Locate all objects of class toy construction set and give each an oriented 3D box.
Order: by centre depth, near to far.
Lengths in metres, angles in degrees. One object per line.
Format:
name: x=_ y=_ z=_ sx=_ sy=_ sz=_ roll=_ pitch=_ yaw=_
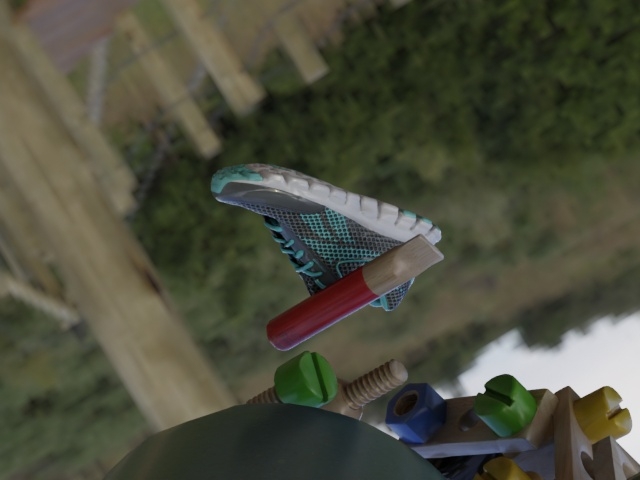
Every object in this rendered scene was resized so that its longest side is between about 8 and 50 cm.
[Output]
toy construction set: x=0.126 y=0.135 z=1.210 sx=0.237 sy=0.309 sz=0.257 roll=-33 pitch=-177 yaw=33

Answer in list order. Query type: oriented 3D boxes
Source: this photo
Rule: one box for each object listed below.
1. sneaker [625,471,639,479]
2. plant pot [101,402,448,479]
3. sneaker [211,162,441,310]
sneaker: x=0.306 y=0.130 z=0.637 sx=0.257 sy=0.169 sz=0.447 roll=-25 pitch=-151 yaw=-37
plant pot: x=-0.041 y=0.255 z=0.957 sx=0.341 sy=0.341 sz=0.334 roll=-31 pitch=-169 yaw=14
sneaker: x=0.000 y=0.000 z=1.274 sx=0.065 sy=0.166 sz=0.076 roll=20 pitch=-89 yaw=65
